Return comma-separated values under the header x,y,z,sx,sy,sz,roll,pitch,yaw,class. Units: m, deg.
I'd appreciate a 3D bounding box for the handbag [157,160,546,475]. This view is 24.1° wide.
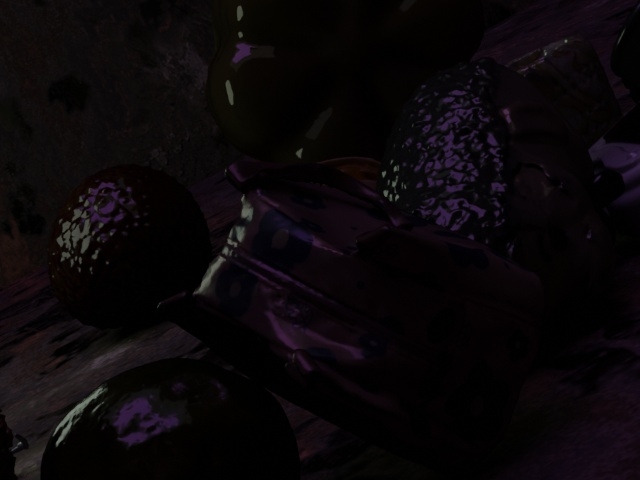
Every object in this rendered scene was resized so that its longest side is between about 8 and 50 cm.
x,y,z,sx,sy,sz,roll,pitch,yaw,class
0.021,0.050,1.157,0.251,0.193,0.190,23,90,47,handbag

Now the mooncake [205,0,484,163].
x,y,z,sx,sy,sz,roll,pitch,yaw,class
0.035,-0.303,2.480,0.467,0.467,0.262,-28,7,-7,mooncake

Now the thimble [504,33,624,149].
x,y,z,sx,sy,sz,roll,pitch,yaw,class
0.296,-0.173,1.995,0.190,0.143,0.137,-26,11,5,thimble

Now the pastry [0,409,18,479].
x,y,z,sx,sy,sz,roll,pitch,yaw,class
-0.467,0.238,1.648,0.275,0.193,0.275,-24,23,11,pastry

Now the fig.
x,y,z,sx,sy,sz,roll,pitch,yaw,class
-0.104,0.167,1.175,0.195,0.195,0.245,-22,16,25,fig

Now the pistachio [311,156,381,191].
x,y,z,sx,sy,sz,roll,pitch,yaw,class
0.010,-0.033,2.055,0.229,0.157,0.157,-22,9,-10,pistachio

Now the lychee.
x,y,z,sx,sy,sz,roll,pitch,yaw,class
-0.300,0.011,2.314,0.260,0.260,0.260,-26,10,5,lychee

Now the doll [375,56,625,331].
x,y,z,sx,sy,sz,roll,pitch,yaw,class
0.161,-0.024,1.402,0.247,0.247,0.349,-22,20,26,doll

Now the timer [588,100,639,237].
x,y,z,sx,sy,sz,roll,pitch,yaw,class
0.366,-0.107,1.512,0.237,0.087,0.262,-42,7,-2,timer

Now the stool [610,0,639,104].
x,y,z,sx,sy,sz,roll,pitch,yaw,class
0.462,-0.240,1.901,0.153,0.139,0.228,-53,-21,-1,stool

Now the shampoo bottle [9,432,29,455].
x,y,z,sx,sy,sz,roll,pitch,yaw,class
-0.434,0.285,1.787,0.195,0.056,0.056,-25,10,1,shampoo bottle
